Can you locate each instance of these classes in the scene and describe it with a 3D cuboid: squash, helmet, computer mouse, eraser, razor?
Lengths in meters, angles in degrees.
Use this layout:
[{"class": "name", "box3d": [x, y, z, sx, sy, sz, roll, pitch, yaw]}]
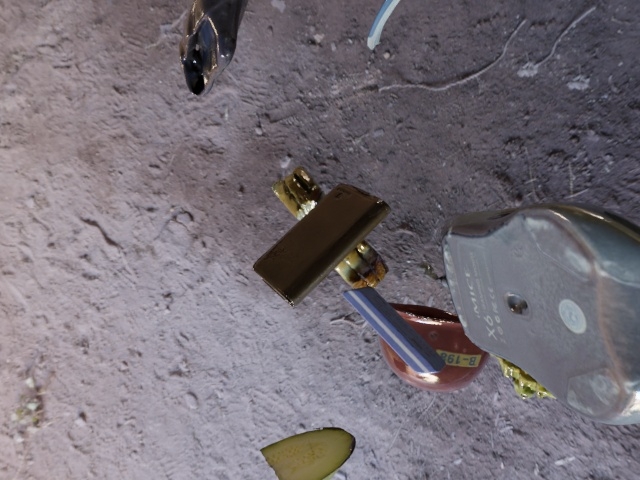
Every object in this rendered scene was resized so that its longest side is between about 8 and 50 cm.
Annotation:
[{"class": "squash", "box3d": [-0.027, 0.607, 1.286, 0.237, 0.204, 0.155, 17, 86, 60]}, {"class": "helmet", "box3d": [0.306, 0.308, 1.270, 0.385, 0.337, 0.230, 11, 88, -16]}, {"class": "computer mouse", "box3d": [0.193, 0.039, 0.431, 0.090, 0.379, 0.167, -14, 96, -11]}, {"class": "eraser", "box3d": [0.135, 0.164, 0.834, 0.225, 0.082, 0.036, 46, 107, 21]}, {"class": "razor", "box3d": [0.111, -0.337, 0.626, 0.037, 0.191, 0.068, 43, 68, -11]}]

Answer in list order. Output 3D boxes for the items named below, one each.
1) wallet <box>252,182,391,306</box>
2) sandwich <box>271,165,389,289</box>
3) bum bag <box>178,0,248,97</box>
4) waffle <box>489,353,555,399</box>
[{"class": "wallet", "box3d": [0.000, 0.000, 0.649, 0.198, 0.031, 0.110, -44, 44, -13]}, {"class": "sandwich", "box3d": [0.026, -0.021, 0.976, 0.095, 0.249, 0.273, -39, 67, 2]}, {"class": "bum bag", "box3d": [-0.093, -0.298, 0.435, 0.137, 0.074, 0.310, 34, 117, 56]}, {"class": "waffle", "box3d": [0.329, 0.149, 0.708, 0.054, 0.223, 0.204, -24, 77, -19]}]
